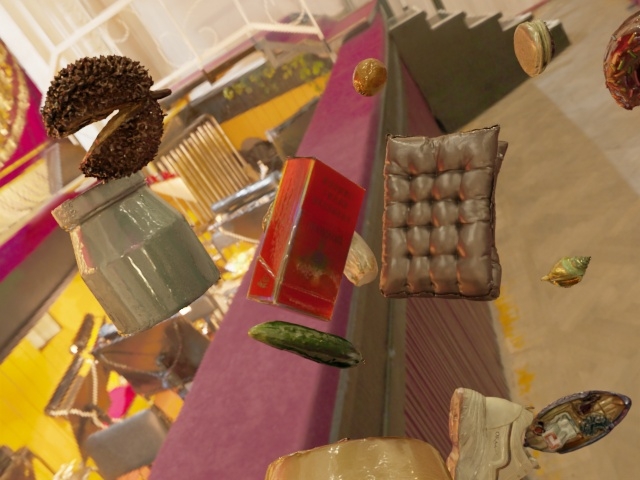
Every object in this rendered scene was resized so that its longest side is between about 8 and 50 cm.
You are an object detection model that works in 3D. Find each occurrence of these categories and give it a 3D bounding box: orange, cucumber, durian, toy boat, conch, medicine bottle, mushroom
[{"bbox_3d":[0.121,-0.400,1.485,0.085,0.085,0.095,9,70,60],"label":"orange"},{"bbox_3d":[-0.006,0.123,0.701,0.039,0.167,0.039,-39,39,42],"label":"cucumber"},{"bbox_3d":[-0.314,-0.189,0.914,0.196,0.196,0.167,-31,37,7],"label":"durian"},{"bbox_3d":[0.582,0.418,1.377,0.262,0.114,0.115,-32,-10,12],"label":"toy boat"},{"bbox_3d":[0.803,0.104,1.951,0.079,0.095,0.201,-45,-14,-27],"label":"conch"},{"bbox_3d":[-0.377,0.013,1.228,0.244,0.290,0.245,-28,12,6],"label":"medicine bottle"},{"bbox_3d":[0.000,0.000,1.501,0.351,0.095,0.123,28,66,30],"label":"mushroom"}]

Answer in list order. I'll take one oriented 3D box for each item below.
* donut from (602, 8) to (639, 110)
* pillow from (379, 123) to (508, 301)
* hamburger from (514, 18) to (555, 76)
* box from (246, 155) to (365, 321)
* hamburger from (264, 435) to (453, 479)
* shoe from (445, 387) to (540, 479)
[{"bbox_3d":[0.657,-0.336,1.136,0.230,0.216,0.096,26,49,20],"label":"donut"},{"bbox_3d":[0.230,-0.051,1.139,0.228,0.101,0.327,-1,76,25],"label":"pillow"},{"bbox_3d":[0.558,-0.505,1.567,0.062,0.140,0.133,-19,-23,-5],"label":"hamburger"},{"bbox_3d":[-0.014,0.001,0.716,0.048,0.112,0.175,8,78,39],"label":"box"},{"bbox_3d":[0.055,0.388,0.824,0.300,0.300,0.176,-23,49,24],"label":"hamburger"},{"bbox_3d":[0.397,0.521,1.374,0.210,0.342,0.132,6,-5,3],"label":"shoe"}]
